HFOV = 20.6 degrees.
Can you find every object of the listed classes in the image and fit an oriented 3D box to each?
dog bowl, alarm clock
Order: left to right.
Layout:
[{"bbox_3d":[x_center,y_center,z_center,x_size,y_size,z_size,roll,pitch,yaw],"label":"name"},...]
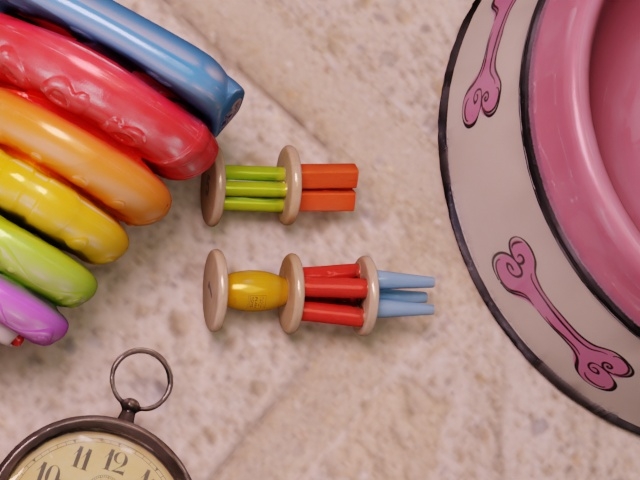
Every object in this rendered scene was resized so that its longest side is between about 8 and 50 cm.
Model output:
[{"bbox_3d":[-0.133,0.155,1.052,0.129,0.064,0.192,22,74,-10],"label":"alarm clock"},{"bbox_3d":[0.293,-0.068,1.186,0.408,0.150,0.408,4,76,-15],"label":"dog bowl"}]

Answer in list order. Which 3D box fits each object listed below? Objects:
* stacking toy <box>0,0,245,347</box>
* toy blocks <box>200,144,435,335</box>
[{"bbox_3d":[-0.184,0.000,1.043,0.165,0.175,0.302,29,82,-2],"label":"stacking toy"},{"bbox_3d":[0.000,0.000,1.134,0.148,0.054,0.123,2,77,-16],"label":"toy blocks"}]
